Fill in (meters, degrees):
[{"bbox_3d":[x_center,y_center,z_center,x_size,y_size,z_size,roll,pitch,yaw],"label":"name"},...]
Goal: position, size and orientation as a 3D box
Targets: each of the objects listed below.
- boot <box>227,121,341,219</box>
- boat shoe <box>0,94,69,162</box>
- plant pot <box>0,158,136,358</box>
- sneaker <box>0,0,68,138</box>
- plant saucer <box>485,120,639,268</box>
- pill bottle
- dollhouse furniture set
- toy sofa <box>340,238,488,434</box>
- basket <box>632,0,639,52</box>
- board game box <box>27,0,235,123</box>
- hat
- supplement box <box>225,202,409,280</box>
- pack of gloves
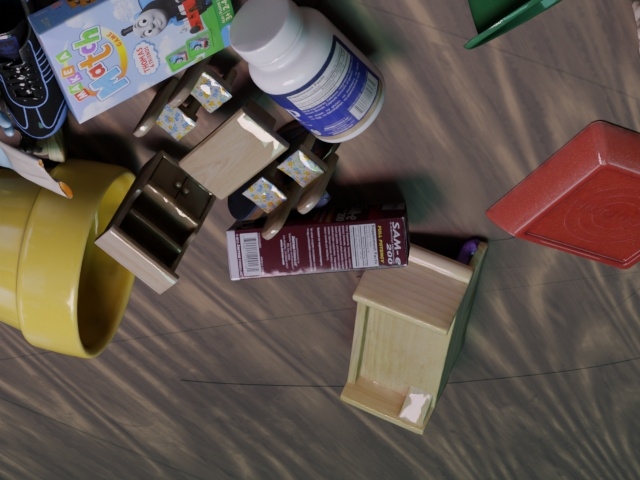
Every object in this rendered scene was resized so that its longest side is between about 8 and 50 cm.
[{"bbox_3d":[-0.020,-0.094,1.905,0.106,0.082,0.219,2,153,-43],"label":"boot"},{"bbox_3d":[-0.351,-0.163,1.757,0.073,0.080,0.223,-5,153,-3],"label":"boat shoe"},{"bbox_3d":[-0.384,0.008,1.900,0.239,0.254,0.254,11,149,8],"label":"plant pot"},{"bbox_3d":[-0.336,-0.205,1.599,0.081,0.090,0.232,-5,122,7],"label":"sneaker"},{"bbox_3d":[0.403,-0.046,2.000,0.258,0.048,0.259,16,145,-25],"label":"plant saucer"},{"bbox_3d":[-0.017,-0.202,1.672,0.112,0.112,0.186,-20,143,28],"label":"pill bottle"},{"bbox_3d":[-0.144,-0.068,1.774,0.212,0.161,0.242,40,134,-16],"label":"dollhouse furniture set"},{"bbox_3d":[0.136,0.126,2.206,0.150,0.177,0.363,21,150,11],"label":"toy sofa"},{"bbox_3d":[0.564,-0.154,1.622,0.328,0.266,0.331,-22,142,30],"label":"basket"},{"bbox_3d":[-0.199,-0.233,1.598,0.211,0.039,0.160,-29,149,-9],"label":"board game box"},{"bbox_3d":[0.180,-0.323,1.567,0.208,0.184,0.173,-31,179,-41],"label":"hat"},{"bbox_3d":[0.000,0.000,1.980,0.239,0.073,0.130,-4,-170,5],"label":"supplement box"},{"bbox_3d":[-0.410,-0.153,1.738,0.232,0.046,0.195,23,159,33],"label":"pack of gloves"}]
